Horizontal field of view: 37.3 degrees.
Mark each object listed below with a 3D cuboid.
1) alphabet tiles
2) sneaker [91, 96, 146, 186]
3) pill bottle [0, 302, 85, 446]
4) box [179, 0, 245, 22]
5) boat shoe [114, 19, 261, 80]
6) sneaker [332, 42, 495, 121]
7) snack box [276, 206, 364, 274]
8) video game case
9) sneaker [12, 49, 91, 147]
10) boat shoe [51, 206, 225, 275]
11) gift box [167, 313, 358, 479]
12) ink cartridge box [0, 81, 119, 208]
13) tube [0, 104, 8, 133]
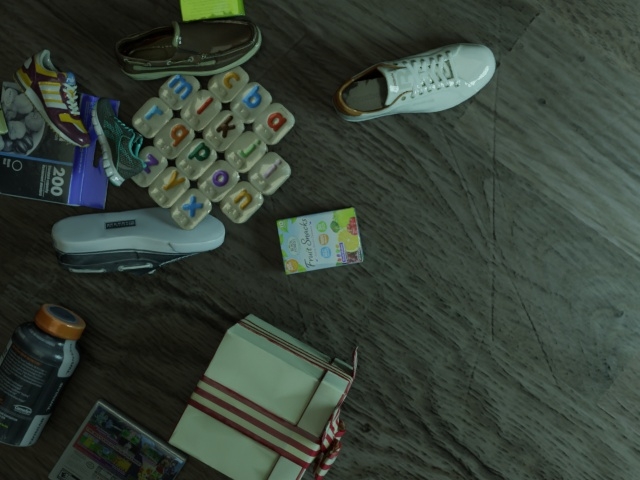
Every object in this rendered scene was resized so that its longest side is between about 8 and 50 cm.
[{"bbox_3d":[-0.194,-0.167,1.675,0.284,0.021,0.278,43,91,11],"label":"alphabet tiles"},{"bbox_3d":[-0.350,-0.180,1.668,0.076,0.065,0.166,-19,77,6],"label":"sneaker"},{"bbox_3d":[-0.518,0.237,1.714,0.131,0.130,0.245,30,97,1],"label":"pill bottle"},{"bbox_3d":[-0.200,-0.477,1.661,0.109,0.042,0.178,-7,100,5],"label":"box"},{"bbox_3d":[-0.233,-0.337,1.645,0.258,0.095,0.095,-13,73,6],"label":"boat shoe"},{"bbox_3d":[0.163,-0.265,1.619,0.290,0.123,0.105,-18,92,5],"label":"sneaker"},{"bbox_3d":[0.000,0.000,1.697,0.141,0.037,0.100,-9,93,6],"label":"snack box"},{"bbox_3d":[-0.379,0.424,1.775,0.201,0.023,0.183,34,97,2],"label":"video game case"},{"bbox_3d":[-0.451,-0.247,1.654,0.084,0.069,0.185,-41,89,8],"label":"sneaker"},{"bbox_3d":[-0.322,0.013,1.698,0.302,0.108,0.102,-5,130,-9],"label":"boat shoe"},{"bbox_3d":[-0.072,0.275,1.622,0.258,0.255,0.276,30,100,4],"label":"gift box"},{"bbox_3d":[-0.482,-0.171,1.717,0.208,0.045,0.206,9,95,3],"label":"ink cartridge box"},{"bbox_3d":[-0.679,-0.195,1.716,0.240,0.062,0.070,-21,121,10],"label":"tube"}]
